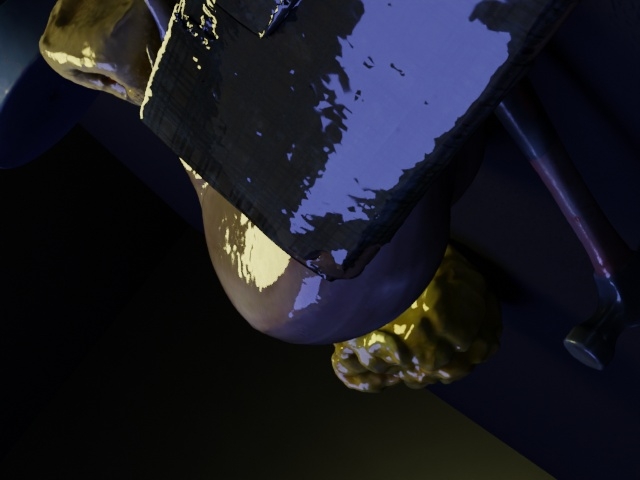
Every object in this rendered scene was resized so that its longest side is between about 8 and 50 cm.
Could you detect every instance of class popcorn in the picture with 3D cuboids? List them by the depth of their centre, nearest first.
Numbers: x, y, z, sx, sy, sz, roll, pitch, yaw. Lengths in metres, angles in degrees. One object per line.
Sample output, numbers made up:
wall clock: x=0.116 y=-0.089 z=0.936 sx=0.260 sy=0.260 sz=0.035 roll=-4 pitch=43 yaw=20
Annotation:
popcorn: x=0.104 y=0.100 z=1.142 sx=0.200 sy=0.203 sz=0.226 roll=51 pitch=175 yaw=-36

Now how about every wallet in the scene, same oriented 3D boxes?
wallet: x=0.010 y=-0.104 z=0.457 sx=0.169 sy=0.044 sz=0.317 roll=39 pitch=145 yaw=3

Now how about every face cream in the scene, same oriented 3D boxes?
face cream: x=-0.419 y=-0.253 z=1.264 sx=0.225 sy=0.249 sz=0.249 roll=37 pitch=172 yaw=4

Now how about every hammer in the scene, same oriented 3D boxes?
hammer: x=0.124 y=-0.058 z=0.563 sx=0.288 sy=0.111 sz=0.033 roll=51 pitch=164 yaw=-26

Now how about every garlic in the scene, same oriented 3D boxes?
garlic: x=-0.034 y=-0.061 z=0.735 sx=0.340 sy=0.231 sz=0.246 roll=25 pitch=169 yaw=37

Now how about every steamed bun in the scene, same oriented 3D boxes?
steamed bun: x=-0.154 y=-0.181 z=0.914 sx=0.155 sy=0.141 sz=0.172 roll=38 pitch=170 yaw=-38
